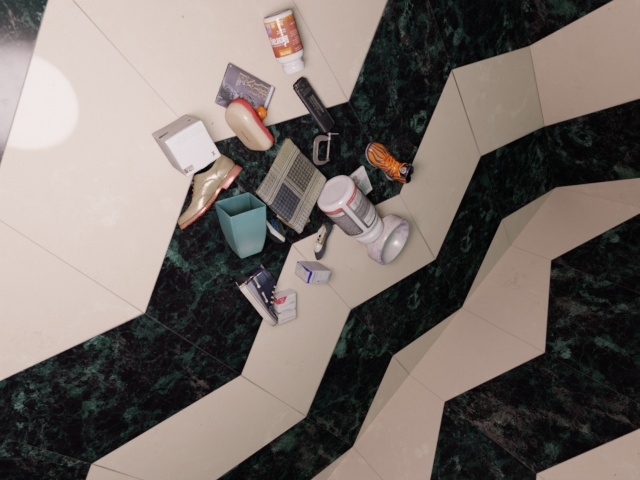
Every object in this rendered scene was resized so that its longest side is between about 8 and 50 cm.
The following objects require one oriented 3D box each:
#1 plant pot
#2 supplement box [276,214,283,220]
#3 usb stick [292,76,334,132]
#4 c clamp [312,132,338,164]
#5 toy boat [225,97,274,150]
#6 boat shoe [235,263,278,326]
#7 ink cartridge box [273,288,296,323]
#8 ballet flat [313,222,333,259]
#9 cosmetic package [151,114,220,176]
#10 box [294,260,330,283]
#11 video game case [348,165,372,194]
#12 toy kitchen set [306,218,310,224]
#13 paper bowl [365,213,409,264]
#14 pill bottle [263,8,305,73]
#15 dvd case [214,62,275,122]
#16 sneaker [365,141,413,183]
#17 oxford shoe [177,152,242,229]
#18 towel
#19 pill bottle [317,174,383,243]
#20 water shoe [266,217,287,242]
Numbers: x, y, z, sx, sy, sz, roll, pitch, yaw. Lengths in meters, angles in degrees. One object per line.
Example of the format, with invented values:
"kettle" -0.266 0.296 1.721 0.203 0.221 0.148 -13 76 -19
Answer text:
"plant pot" -0.336 -0.056 1.803 0.165 0.165 0.234 -21 128 -29
"supplement box" -0.150 -0.105 1.965 0.056 0.083 0.083 -54 130 -8
"usb stick" -0.027 -0.605 1.867 0.077 0.045 0.278 -45 130 -4
"c clamp" 0.023 -0.441 1.991 0.137 0.022 0.161 -3 111 -37
"toy boat" -0.269 -0.482 1.671 0.231 0.151 0.151 50 61 -46
"boat shoe" -0.259 0.268 2.014 0.158 0.127 0.340 -37 127 -9
"ink cartridge box" -0.187 0.340 2.146 0.109 0.063 0.151 -15 118 -32
"ballet flat" 0.000 0.000 2.136 0.074 0.074 0.203 20 90 -41
"cosmetic package" -0.495 -0.352 1.528 0.151 0.183 0.151 -39 128 -18
"box" -0.042 0.163 2.138 0.137 0.126 0.072 4 108 -38
"video game case" 0.198 -0.292 2.192 0.143 0.019 0.157 -41 128 -17
"toy kitchen set" -0.100 -0.105 2.044 0.083 0.075 0.068 -31 175 17
"paper bowl" 0.361 -0.016 2.325 0.284 0.148 0.284 -36 142 -33
"pill bottle" -0.137 -0.787 1.651 0.121 0.121 0.216 -35 126 -21
"dvd case" -0.302 -0.588 1.681 0.221 0.018 0.165 16 99 -41
"sneaker" 0.383 -0.406 2.175 0.321 0.180 0.125 28 91 -41
"oxford shoe" -0.474 -0.199 1.683 0.130 0.123 0.348 41 85 -12
"towel" -0.127 -0.249 1.890 0.312 0.056 0.324 43 62 -36
"pill bottle" 0.162 -0.144 2.103 0.210 0.210 0.363 -53 131 -7
"water shoe" -0.232 -0.071 1.942 0.203 0.073 0.080 50 51 -39
